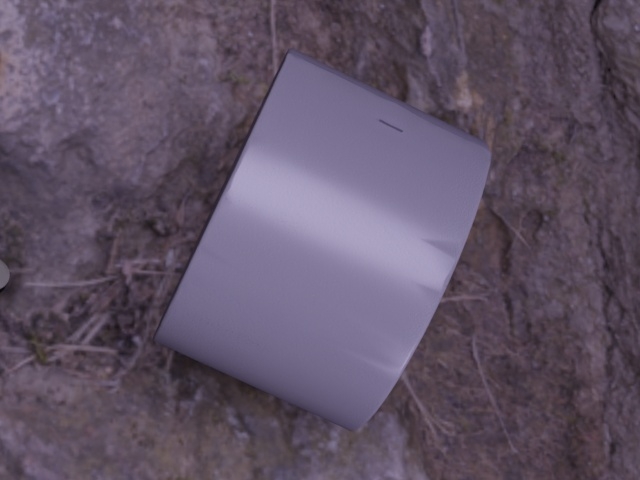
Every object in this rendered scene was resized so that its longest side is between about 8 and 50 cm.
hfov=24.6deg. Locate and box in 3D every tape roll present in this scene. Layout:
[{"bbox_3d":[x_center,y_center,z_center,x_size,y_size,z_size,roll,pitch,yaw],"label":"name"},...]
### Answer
[{"bbox_3d":[0.000,0.000,1.106,0.169,0.246,0.246,26,71,-5],"label":"tape roll"}]

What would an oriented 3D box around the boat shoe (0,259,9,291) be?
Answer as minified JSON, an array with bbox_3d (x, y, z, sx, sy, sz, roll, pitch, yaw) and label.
[{"bbox_3d":[-0.308,0.028,1.136,0.133,0.042,0.049,3,49,-13],"label":"boat shoe"}]
